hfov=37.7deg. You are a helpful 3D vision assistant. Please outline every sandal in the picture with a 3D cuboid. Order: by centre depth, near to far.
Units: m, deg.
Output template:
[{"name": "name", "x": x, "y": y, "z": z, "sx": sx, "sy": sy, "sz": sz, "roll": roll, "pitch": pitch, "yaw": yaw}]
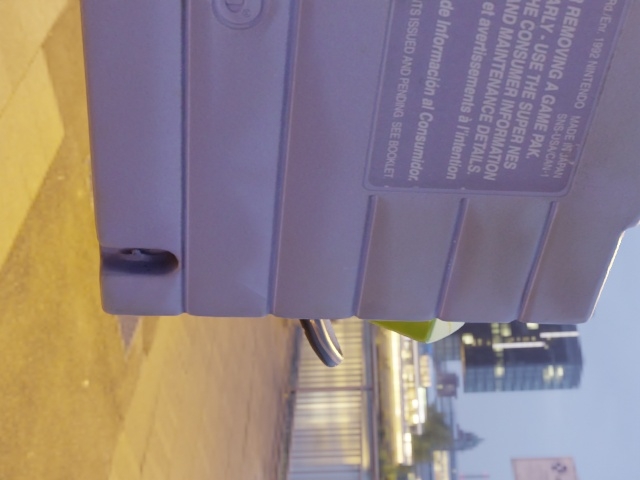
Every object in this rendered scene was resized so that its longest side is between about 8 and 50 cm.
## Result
[{"name": "sandal", "x": 0.000, "y": 0.000, "z": 0.721, "sx": 0.090, "sy": 0.060, "sz": 0.220, "roll": -100, "pitch": 180, "yaw": -71}]

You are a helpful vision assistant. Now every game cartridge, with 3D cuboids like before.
[{"name": "game cartridge", "x": 0.033, "y": -0.115, "z": 0.319, "sx": 0.068, "sy": 0.230, "sz": 0.355, "roll": -103, "pitch": -164, "yaw": -49}]

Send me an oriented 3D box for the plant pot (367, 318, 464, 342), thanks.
[{"name": "plant pot", "x": 0.098, "y": -0.015, "z": 1.206, "sx": 0.228, "sy": 0.227, "sz": 0.207, "roll": -4, "pitch": 115, "yaw": -70}]
